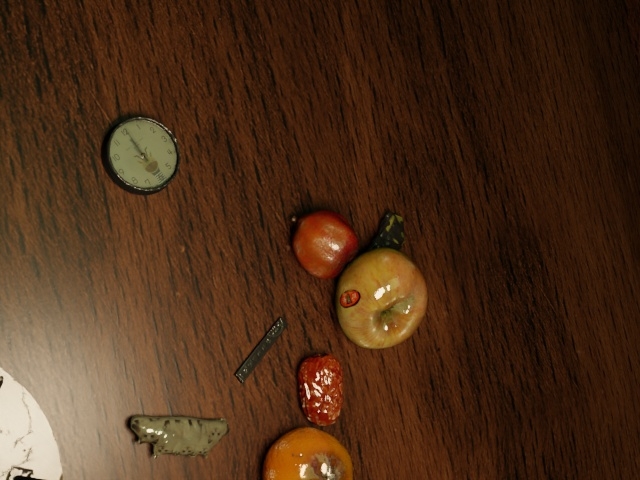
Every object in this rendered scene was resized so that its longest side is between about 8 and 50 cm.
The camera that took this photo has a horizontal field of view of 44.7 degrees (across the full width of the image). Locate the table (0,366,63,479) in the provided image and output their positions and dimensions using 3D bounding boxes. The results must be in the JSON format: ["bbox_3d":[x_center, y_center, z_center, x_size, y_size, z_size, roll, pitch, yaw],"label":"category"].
[{"bbox_3d":[-0.616,0.411,1.427,0.317,0.249,0.318,7,77,-32],"label":"table"}]

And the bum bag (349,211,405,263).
[{"bbox_3d":[0.167,0.020,2.130,0.107,0.060,0.232,52,60,-25],"label":"bum bag"}]

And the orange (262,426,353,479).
[{"bbox_3d":[-0.027,0.553,1.835,0.224,0.170,0.224,8,75,-32],"label":"orange"}]

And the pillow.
[{"bbox_3d":[-0.312,0.441,1.741,0.241,0.051,0.093,11,75,-34],"label":"pillow"}]

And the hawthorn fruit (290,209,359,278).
[{"bbox_3d":[0.000,0.000,1.968,0.188,0.169,0.169,35,62,-1],"label":"hawthorn fruit"}]

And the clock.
[{"bbox_3d":[-0.412,-0.197,1.802,0.184,0.040,0.185,7,78,-33],"label":"clock"}]

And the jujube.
[{"bbox_3d":[0.002,0.370,1.933,0.112,0.109,0.176,-4,91,2],"label":"jujube"}]

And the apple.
[{"bbox_3d":[0.154,0.148,1.991,0.260,0.194,0.261,-6,120,-11],"label":"apple"}]

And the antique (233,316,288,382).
[{"bbox_3d":[-0.145,0.266,1.905,0.031,0.015,0.192,48,59,-16],"label":"antique"}]
